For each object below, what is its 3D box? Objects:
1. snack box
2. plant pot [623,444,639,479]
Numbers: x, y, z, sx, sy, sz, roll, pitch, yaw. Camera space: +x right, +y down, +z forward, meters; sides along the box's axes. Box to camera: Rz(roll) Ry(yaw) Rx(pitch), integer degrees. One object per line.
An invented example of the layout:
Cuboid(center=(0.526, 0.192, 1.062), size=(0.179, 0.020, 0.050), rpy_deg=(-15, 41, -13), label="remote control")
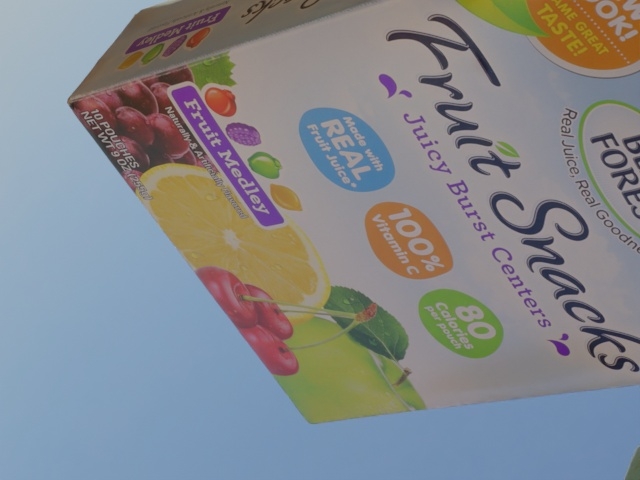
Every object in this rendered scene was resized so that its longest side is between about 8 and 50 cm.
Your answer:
Cuboid(center=(0.029, -0.015, 0.372), size=(0.141, 0.100, 0.037), rpy_deg=(-12, -145, 41), label="snack box")
Cuboid(center=(0.282, 0.204, 0.979), size=(0.252, 0.247, 0.248), rpy_deg=(-3, -146, 28), label="plant pot")
